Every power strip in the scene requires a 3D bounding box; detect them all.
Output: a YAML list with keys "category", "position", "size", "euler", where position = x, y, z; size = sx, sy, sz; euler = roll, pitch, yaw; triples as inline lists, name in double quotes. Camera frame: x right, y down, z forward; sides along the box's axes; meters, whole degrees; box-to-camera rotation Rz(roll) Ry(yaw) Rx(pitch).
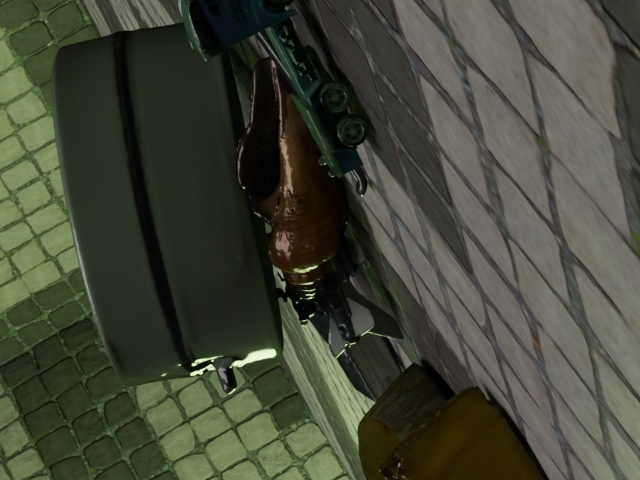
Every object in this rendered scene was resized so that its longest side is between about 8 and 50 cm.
- category: "power strip"
  position: [-0.142, -0.026, 1.695]
  size: [0.357, 0.161, 0.358]
  euler: [-11, -90, -90]

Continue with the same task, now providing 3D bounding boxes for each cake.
- category: "cake"
  position: [0.130, 0.213, 1.387]
  size: [0.185, 0.116, 0.080]
  euler: [64, 172, 0]

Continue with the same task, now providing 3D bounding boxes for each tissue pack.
- category: "tissue pack"
  position: [0.039, 0.114, 1.920]
  size: [0.112, 0.051, 0.156]
  euler: [59, 174, -6]

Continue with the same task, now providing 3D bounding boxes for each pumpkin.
- category: "pumpkin"
  position: [0.107, 0.224, 1.672]
  size: [0.217, 0.110, 0.217]
  euler: [156, 90, -83]

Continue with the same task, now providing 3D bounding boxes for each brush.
- category: "brush"
  position: [-0.032, -0.151, 1.387]
  size: [0.266, 0.027, 0.062]
  euler: [56, 175, -6]

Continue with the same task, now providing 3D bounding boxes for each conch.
- category: "conch"
  position: [-0.023, -0.052, 1.528]
  size: [0.080, 0.086, 0.233]
  euler: [-42, -58, -56]

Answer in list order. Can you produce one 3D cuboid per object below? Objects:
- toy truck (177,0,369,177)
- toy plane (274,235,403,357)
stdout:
- category: "toy truck"
  position: [-0.033, -0.117, 1.247]
  size: [0.175, 0.081, 0.067]
  euler: [62, 176, -21]
- category: "toy plane"
  position: [-0.010, 0.010, 1.691]
  size: [0.234, 0.082, 0.160]
  euler: [58, 147, 9]
